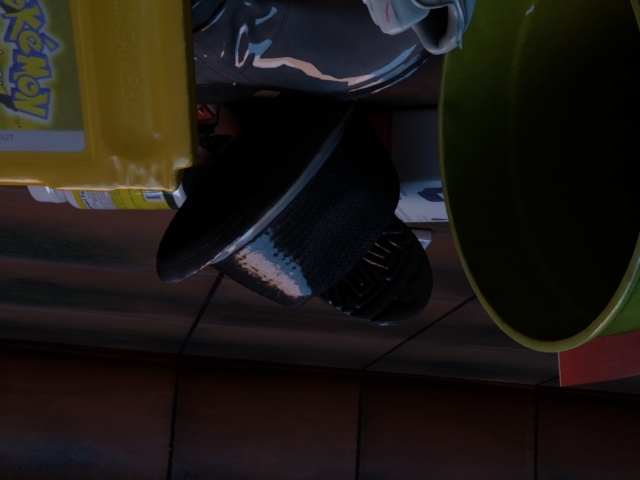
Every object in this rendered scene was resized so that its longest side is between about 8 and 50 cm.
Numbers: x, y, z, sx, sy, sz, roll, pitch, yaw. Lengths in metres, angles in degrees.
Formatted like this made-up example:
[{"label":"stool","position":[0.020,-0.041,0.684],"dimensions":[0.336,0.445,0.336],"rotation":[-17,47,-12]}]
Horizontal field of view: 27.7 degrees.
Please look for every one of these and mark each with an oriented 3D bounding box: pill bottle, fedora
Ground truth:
[{"label":"pill bottle","position":[-0.259,-0.098,1.641],"dimensions":[0.208,0.119,0.119],"rotation":[1,165,12]},{"label":"fedora","position":[-0.018,-0.044,1.356],"dimensions":[0.152,0.334,0.334],"rotation":[44,151,-15]}]

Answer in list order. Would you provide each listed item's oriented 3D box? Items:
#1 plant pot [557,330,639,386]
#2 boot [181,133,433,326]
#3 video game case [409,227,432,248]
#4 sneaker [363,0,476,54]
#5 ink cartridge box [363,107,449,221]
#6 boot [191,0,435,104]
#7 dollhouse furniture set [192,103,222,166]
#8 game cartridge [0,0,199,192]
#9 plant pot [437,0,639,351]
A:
[{"label":"plant pot","position":[0.377,-0.012,1.413],"dimensions":[0.235,0.267,0.267],"rotation":[0,148,12]},{"label":"boot","position":[0.002,-0.004,1.614],"dimensions":[0.348,0.131,0.260],"rotation":[36,177,16]},{"label":"video game case","position":[0.079,0.009,2.169],"dimensions":[0.183,0.023,0.201],"rotation":[4,165,-5]},{"label":"sneaker","position":[0.058,-0.229,1.039],"dimensions":[0.090,0.115,0.232],"rotation":[-11,150,42]},{"label":"ink cartridge box","position":[0.172,-0.092,1.600],"dimensions":[0.237,0.100,0.172],"rotation":[-1,165,18]},{"label":"boot","position":[-0.066,-0.214,1.176],"dimensions":[0.338,0.118,0.222],"rotation":[-10,156,29]},{"label":"dollhouse furniture set","position":[-0.155,-0.133,1.458],"dimensions":[0.128,0.129,0.184],"rotation":[-1,164,15]},{"label":"game cartridge","position":[-0.270,-0.177,1.105],"dimensions":[0.323,0.285,0.053],"rotation":[2,-151,6]},{"label":"plant pot","position":[0.338,-0.098,1.131],"dimensions":[0.352,0.367,0.366],"rotation":[-3,168,-19]}]
